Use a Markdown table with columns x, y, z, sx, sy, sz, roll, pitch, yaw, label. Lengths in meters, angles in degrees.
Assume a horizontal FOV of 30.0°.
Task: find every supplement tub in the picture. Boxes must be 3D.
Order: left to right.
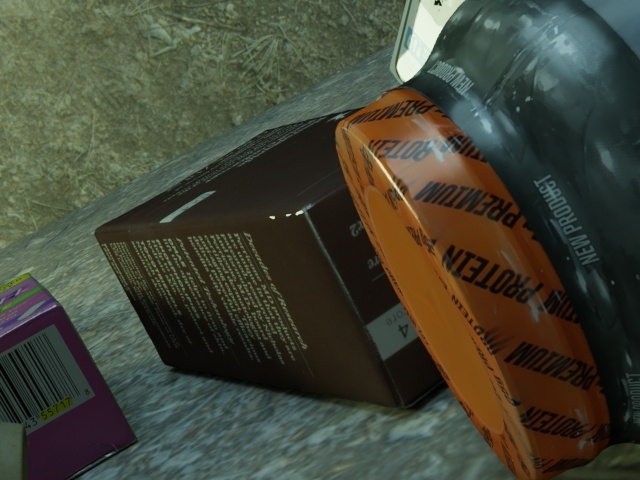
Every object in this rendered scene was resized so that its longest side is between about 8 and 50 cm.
| x | y | z | sx | sy | sz | roll | pitch | yaw | label |
| --- | --- | --- | --- | --- | --- | --- | --- | --- | --- |
| 0.190 | -0.053 | 0.484 | 0.338 | 0.207 | 0.207 | -27 | 12 | -5 | supplement tub |

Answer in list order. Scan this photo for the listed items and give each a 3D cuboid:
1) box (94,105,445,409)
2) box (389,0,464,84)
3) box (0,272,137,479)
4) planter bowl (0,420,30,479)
| x | y | z | sx | sy | sz | roll | pitch | yaw | label |
| --- | --- | --- | --- | --- | --- | --- | --- | --- | --- |
| 0.000 | 0.000 | 0.844 | 0.191 | 0.143 | 0.381 | -32 | 15 | -26 | box |
| 0.150 | -0.182 | 0.556 | 0.169 | 0.290 | 0.087 | -8 | 45 | -25 | box |
| -0.280 | 0.135 | 0.918 | 0.213 | 0.117 | 0.243 | -30 | 12 | -14 | box |
| -0.218 | 0.154 | 0.668 | 0.109 | 0.162 | 0.162 | -1 | 7 | -12 | planter bowl |
